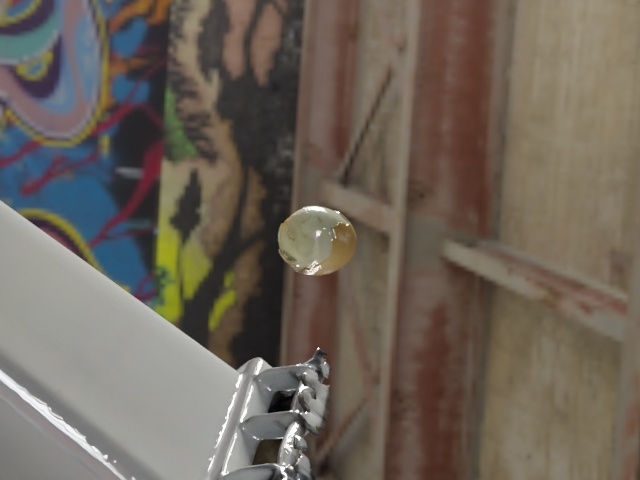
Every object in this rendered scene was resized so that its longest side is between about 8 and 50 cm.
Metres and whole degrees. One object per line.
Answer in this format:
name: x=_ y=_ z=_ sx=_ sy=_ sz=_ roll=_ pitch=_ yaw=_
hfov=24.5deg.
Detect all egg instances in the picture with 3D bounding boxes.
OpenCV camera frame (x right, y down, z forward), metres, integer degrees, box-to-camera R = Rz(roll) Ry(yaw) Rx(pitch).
egg: x=0.000 y=0.000 z=1.488 sx=0.071 sy=0.083 sz=0.071 roll=6 pitch=-82 yaw=47

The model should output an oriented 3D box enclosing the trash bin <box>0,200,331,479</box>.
trash bin: x=-0.206 y=0.111 z=0.998 sx=0.296 sy=0.368 sz=0.256 roll=-43 pitch=-169 yaw=23
